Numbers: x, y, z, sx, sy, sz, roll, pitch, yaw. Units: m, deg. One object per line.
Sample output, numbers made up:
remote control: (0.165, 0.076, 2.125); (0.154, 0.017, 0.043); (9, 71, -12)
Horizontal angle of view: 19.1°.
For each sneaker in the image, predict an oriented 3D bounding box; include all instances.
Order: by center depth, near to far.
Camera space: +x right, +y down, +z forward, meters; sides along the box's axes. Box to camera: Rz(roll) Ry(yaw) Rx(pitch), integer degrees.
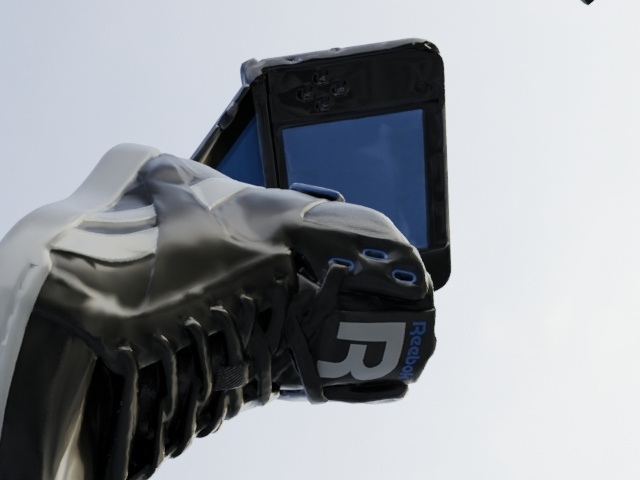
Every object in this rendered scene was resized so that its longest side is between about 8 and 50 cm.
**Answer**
sneaker: (-0.028, 0.029, 0.560); (0.217, 0.121, 0.079); (-69, -12, -65)

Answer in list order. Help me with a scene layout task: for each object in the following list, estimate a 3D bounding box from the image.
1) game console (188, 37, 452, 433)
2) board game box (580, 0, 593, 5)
game console: (0.000, 0.000, 1.642); (0.250, 0.173, 0.293); (-9, -47, -3)
board game box: (0.099, -0.224, 1.150); (0.026, 0.186, 0.126); (-40, -55, 2)
